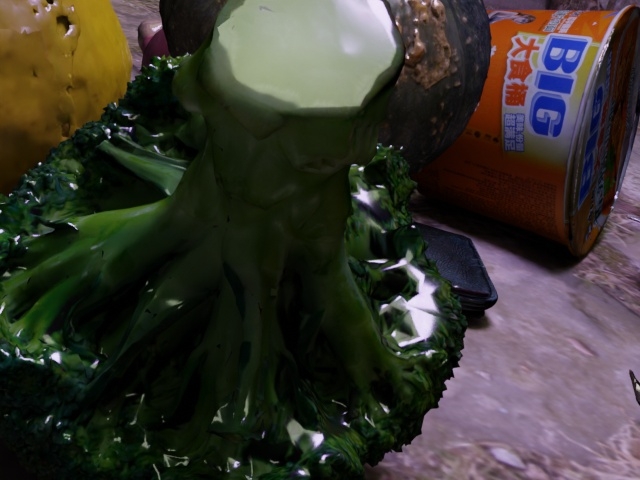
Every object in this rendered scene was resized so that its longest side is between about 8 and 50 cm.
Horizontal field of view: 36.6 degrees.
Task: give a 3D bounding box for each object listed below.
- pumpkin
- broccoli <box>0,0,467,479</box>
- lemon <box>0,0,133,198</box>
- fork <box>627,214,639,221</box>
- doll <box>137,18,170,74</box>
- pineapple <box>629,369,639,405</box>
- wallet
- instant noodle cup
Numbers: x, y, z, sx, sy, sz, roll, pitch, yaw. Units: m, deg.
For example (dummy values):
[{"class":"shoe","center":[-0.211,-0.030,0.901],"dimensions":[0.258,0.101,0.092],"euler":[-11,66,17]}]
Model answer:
[{"class":"pumpkin","center":[0.004,-0.202,0.960],"dimensions":[0.292,0.257,0.327],"euler":[-8,53,-35]},{"class":"broccoli","center":[-0.051,0.008,0.511],"dimensions":[0.298,0.297,0.297],"euler":[5,56,-8]},{"class":"lemon","center":[-0.269,-0.109,0.662],"dimensions":[0.297,0.297,0.297],"euler":[13,20,-5]},{"class":"fork","center":[0.468,-0.015,1.299],"dimensions":[0.115,0.012,0.016],"euler":[18,16,24]},{"class":"doll","center":[-0.102,-0.225,1.253],"dimensions":[0.256,0.152,0.196],"euler":[13,21,-28]},{"class":"pineapple","center":[0.293,0.195,0.500],"dimensions":[0.335,0.158,0.161],"euler":[19,-19,0]},{"class":"wallet","center":[0.000,0.000,0.889],"dimensions":[0.318,0.045,0.172],"euler":[14,22,-10]},{"class":"instant noodle cup","center":[0.234,-0.143,1.124],"dimensions":[0.214,0.296,0.296],"euler":[15,19,26]}]
